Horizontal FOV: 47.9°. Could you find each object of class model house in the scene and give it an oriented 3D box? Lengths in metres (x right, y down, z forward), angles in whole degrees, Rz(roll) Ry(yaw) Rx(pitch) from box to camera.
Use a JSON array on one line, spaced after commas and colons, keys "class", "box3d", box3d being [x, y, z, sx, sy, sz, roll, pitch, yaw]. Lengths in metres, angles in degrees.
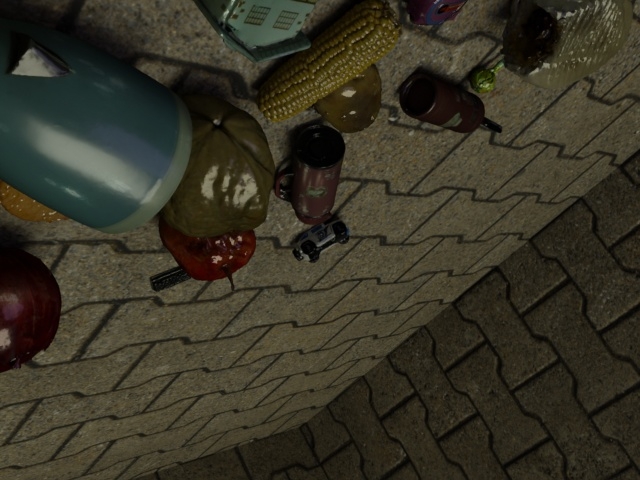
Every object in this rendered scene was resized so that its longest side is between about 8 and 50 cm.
[{"class": "model house", "box3d": [-0.090, -0.387, 0.942, 0.198, 0.224, 0.215, -6, 143, -48]}]

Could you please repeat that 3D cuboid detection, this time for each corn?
[{"class": "corn", "box3d": [0.011, -0.328, 1.326, 0.305, 0.106, 0.106, -33, 157, 13]}]

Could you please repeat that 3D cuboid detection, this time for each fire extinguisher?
[{"class": "fire extinguisher", "box3d": [0.329, -0.305, 1.709, 0.344, 0.138, 0.102, 4, 119, -51]}]

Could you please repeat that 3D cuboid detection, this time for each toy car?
[{"class": "toy car", "box3d": [0.000, 0.000, 2.015, 0.171, 0.070, 0.080, -31, 157, -3]}]

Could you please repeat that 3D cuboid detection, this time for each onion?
[{"class": "onion", "box3d": [-0.616, 0.123, 1.326, 0.276, 0.276, 0.276, -25, 157, -12]}]

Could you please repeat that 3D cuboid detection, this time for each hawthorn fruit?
[{"class": "hawthorn fruit", "box3d": [-0.224, 0.010, 1.549, 0.207, 0.243, 0.207, -24, 154, -13]}]

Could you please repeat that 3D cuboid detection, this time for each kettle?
[{"class": "kettle", "box3d": [-0.413, -0.167, 1.019, 0.319, 0.247, 0.342, -18, 152, 31]}]

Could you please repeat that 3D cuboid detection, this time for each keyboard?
[{"class": "keyboard", "box3d": [-0.322, 0.075, 1.845, 0.231, 0.023, 0.072, -23, 158, -18]}]

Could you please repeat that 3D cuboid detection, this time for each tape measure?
[{"class": "tape measure", "box3d": [0.221, -0.457, 1.352, 0.118, 0.074, 0.125, -22, 161, -33]}]

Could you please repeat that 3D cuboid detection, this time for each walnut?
[{"class": "walnut", "box3d": [-0.195, -0.129, 1.313, 0.227, 0.283, 0.283, -52, 168, -29]}]

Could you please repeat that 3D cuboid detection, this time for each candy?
[{"class": "candy", "box3d": [0.435, -0.428, 1.713, 0.194, 0.058, 0.062, -45, 123, 9]}]

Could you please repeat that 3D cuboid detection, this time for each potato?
[{"class": "potato", "box3d": [0.066, -0.288, 1.502, 0.164, 0.081, 0.200, -31, 155, 3]}]

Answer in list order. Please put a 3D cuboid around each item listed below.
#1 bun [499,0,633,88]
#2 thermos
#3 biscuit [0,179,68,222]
[{"class": "bun", "box3d": [0.507, -0.473, 1.505, 0.282, 0.204, 0.281, -13, 147, -8]}, {"class": "thermos", "box3d": [-0.026, -0.126, 1.671, 0.136, 0.109, 0.330, -24, 159, -15]}, {"class": "biscuit", "box3d": [-0.448, -0.118, 1.282, 0.254, 0.035, 0.254, -26, 156, -13]}]
